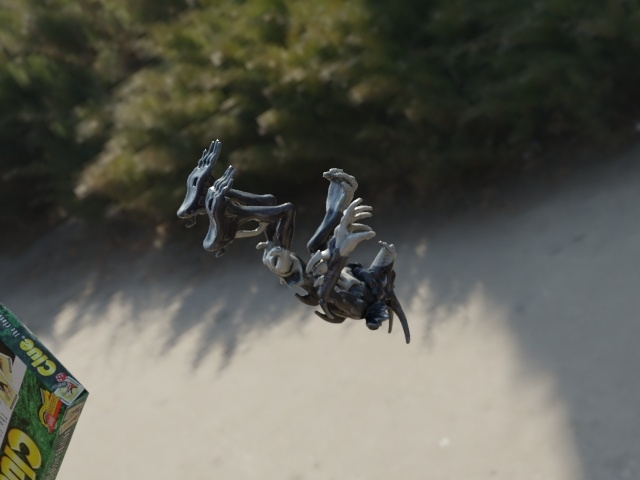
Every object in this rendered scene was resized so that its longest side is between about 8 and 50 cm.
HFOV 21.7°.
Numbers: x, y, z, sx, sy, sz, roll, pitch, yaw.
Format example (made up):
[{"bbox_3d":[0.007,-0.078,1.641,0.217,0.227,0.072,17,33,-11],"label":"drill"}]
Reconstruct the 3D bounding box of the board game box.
[{"bbox_3d":[-0.277,0.162,1.421,0.030,0.136,0.259,-37,-18,-41],"label":"board game box"}]

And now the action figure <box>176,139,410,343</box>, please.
[{"bbox_3d":[0.000,0.000,1.713,0.141,0.276,0.164,-58,24,6],"label":"action figure"}]
